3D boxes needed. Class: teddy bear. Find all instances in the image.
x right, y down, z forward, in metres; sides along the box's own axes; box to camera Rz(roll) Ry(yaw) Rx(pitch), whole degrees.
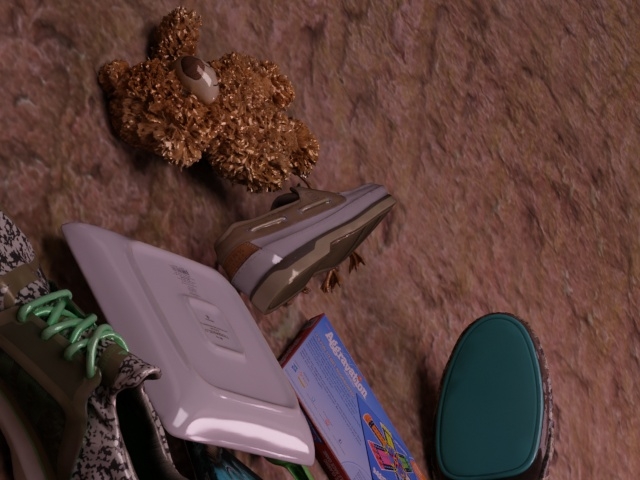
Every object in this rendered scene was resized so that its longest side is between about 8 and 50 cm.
[{"bbox_3d":[-0.111,-0.163,2.055,0.338,0.113,0.245,24,48,-48],"label":"teddy bear"}]

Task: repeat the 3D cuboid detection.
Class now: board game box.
[{"bbox_3d":[0.041,0.240,2.094,0.281,0.027,0.145,59,33,-12],"label":"board game box"},{"bbox_3d":[-0.069,0.288,1.843,0.186,0.026,0.126,45,9,-32],"label":"board game box"}]

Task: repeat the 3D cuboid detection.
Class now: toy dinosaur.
[{"bbox_3d":[0.000,0.000,2.158,0.112,0.064,0.211,44,37,-30],"label":"toy dinosaur"}]

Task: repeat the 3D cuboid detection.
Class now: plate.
[{"bbox_3d":[-0.125,0.102,1.809,0.277,0.045,0.278,22,31,-56],"label":"plate"}]

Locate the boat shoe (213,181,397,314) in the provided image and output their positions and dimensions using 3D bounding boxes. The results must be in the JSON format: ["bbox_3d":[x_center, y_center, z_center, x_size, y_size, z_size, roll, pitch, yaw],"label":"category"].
[{"bbox_3d":[-0.013,-0.018,2.047,0.103,0.113,0.302,43,33,10],"label":"boat shoe"}]

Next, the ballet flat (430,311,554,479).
[{"bbox_3d":[0.231,0.340,2.226,0.182,0.164,0.482,57,31,-58],"label":"ballet flat"}]

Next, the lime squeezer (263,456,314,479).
[{"bbox_3d":[-0.057,0.222,1.906,0.310,0.059,0.110,47,9,-32],"label":"lime squeezer"}]

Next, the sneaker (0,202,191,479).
[{"bbox_3d":[-0.227,0.116,1.620,0.410,0.182,0.158,63,31,-4],"label":"sneaker"}]
